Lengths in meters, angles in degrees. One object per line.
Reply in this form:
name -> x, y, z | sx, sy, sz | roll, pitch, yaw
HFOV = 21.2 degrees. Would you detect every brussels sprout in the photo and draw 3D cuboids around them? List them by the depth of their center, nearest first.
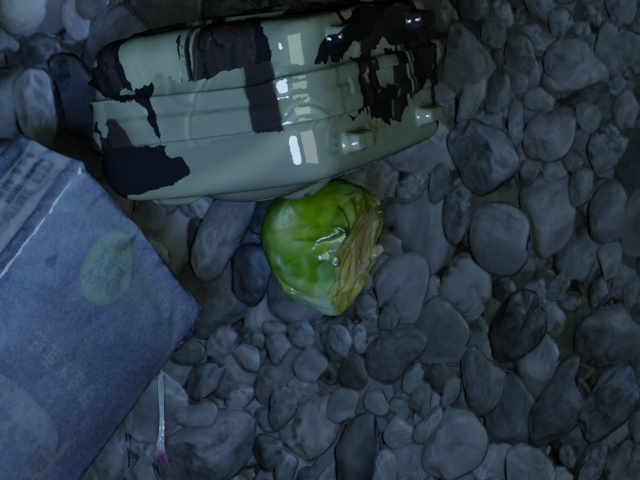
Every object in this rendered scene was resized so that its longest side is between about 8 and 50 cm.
brussels sprout -> -0.005, -0.002, 1.908 | 0.149, 0.122, 0.151 | -68, 157, 0

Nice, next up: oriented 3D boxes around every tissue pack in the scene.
tissue pack -> -0.316, 0.135, 1.677 | 0.394, 0.124, 0.288 | -53, 142, -17

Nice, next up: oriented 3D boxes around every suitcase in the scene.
suitcase -> -0.072, -0.135, 1.732 | 0.351, 0.339, 0.194 | -24, 107, -63

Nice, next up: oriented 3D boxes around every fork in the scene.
fork -> -0.174, 0.197, 1.879 | 0.012, 0.016, 0.115 | -12, 102, -54
